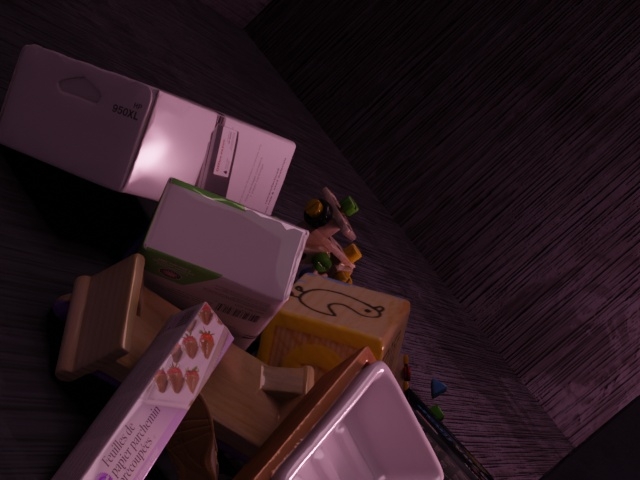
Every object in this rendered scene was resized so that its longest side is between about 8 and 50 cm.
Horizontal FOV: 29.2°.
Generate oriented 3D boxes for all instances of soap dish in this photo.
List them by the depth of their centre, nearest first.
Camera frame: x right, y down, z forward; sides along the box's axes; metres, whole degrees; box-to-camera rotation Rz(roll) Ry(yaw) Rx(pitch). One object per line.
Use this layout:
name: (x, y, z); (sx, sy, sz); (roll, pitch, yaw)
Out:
soap dish: (0.022, 0.311, 1.576); (0.291, 0.118, 0.229); (-45, 113, -46)

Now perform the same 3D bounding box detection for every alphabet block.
alphabet block: (0.015, 0.183, 1.906); (0.192, 0.193, 0.197); (14, 18, 12)

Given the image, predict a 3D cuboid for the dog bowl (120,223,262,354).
dog bowl: (-0.189, 0.075, 1.953); (0.265, 0.104, 0.265); (44, 13, -13)

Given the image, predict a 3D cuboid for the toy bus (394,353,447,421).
toy bus: (0.113, 0.304, 2.235); (0.191, 0.202, 0.104); (45, -19, 19)

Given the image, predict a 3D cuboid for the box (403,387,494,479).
box: (0.203, 0.353, 2.048); (0.220, 0.051, 0.175); (47, 5, 2)

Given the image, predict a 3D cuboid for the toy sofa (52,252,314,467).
toy sofa: (-0.186, 0.184, 1.618); (0.362, 0.177, 0.150); (38, 41, -37)

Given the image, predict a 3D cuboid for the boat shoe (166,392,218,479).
boat shoe: (-0.159, 0.254, 1.510); (0.059, 0.063, 0.170); (-124, -152, -73)

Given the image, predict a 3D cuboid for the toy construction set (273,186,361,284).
toy construction set: (0.000, 0.000, 2.485); (0.257, 0.237, 0.309); (43, 13, -21)

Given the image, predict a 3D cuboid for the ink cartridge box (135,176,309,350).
ink cartridge box: (-0.156, 0.046, 1.676); (0.198, 0.114, 0.273); (21, -26, -9)

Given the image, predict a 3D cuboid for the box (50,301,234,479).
box: (-0.197, 0.190, 1.379); (0.063, 0.067, 0.324); (54, 35, -17)

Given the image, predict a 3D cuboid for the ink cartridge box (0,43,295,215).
ink cartridge box: (-0.272, -0.158, 1.955); (0.285, 0.166, 0.395); (21, 2, 30)

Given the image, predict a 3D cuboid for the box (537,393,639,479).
box: (0.529, 0.501, 2.171); (0.297, 0.480, 0.472); (49, 12, 15)
